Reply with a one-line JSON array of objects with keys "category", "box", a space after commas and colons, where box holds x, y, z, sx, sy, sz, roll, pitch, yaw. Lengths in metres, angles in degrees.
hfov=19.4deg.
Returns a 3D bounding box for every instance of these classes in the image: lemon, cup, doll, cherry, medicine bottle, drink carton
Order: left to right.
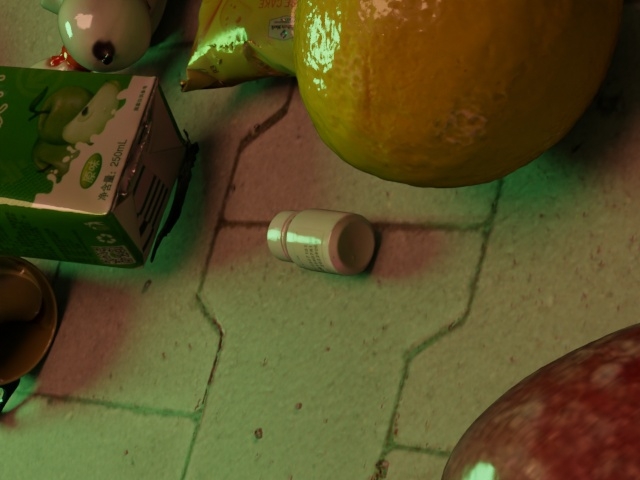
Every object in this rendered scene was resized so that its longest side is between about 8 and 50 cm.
[{"category": "cup", "box": [-0.352, 0.084, 1.860, 0.155, 0.131, 0.176, 20, 111, 55]}, {"category": "drink carton", "box": [-0.267, -0.067, 1.737, 0.271, 0.108, 0.161, 6, 60, 21]}, {"category": "doll", "box": [-0.247, -0.208, 1.870, 0.271, 0.144, 0.208, -41, 27, 47]}, {"category": "medicine bottle", "box": [0.000, 0.000, 1.551, 0.089, 0.052, 0.052, 8, 77, 49]}, {"category": "lemon", "box": [0.090, -0.145, 1.390, 0.219, 0.240, 0.240, -63, 38, 21]}, {"category": "cherry", "box": [0.185, 0.176, 1.133, 0.236, 0.213, 0.285, 31, 70, 30]}]

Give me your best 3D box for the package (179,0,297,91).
[{"category": "package", "box": [-0.037, -0.203, 1.667, 0.226, 0.090, 0.168, 0, 73, 46]}]
